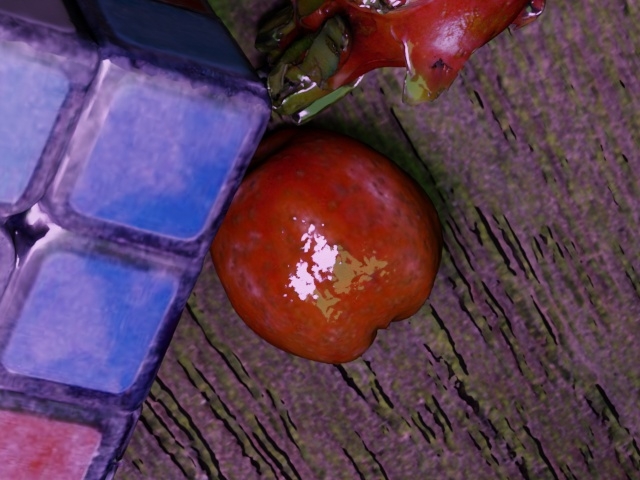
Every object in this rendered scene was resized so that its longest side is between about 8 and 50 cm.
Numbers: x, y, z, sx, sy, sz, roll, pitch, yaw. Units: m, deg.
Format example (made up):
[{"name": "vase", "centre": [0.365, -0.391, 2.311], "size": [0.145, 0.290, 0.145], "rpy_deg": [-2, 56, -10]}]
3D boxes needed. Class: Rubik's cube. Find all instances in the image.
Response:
[{"name": "Rubik's cube", "centre": [-0.279, -0.060, 1.141], "size": [0.363, 0.359, 0.362], "rpy_deg": [13, 113, -29]}]

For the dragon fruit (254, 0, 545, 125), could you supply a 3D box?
[{"name": "dragon fruit", "centre": [0.046, -0.195, 1.284], "size": [0.269, 0.198, 0.200], "rpy_deg": [-31, 146, 9]}]

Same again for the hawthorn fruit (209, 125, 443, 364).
[{"name": "hawthorn fruit", "centre": [0.000, 0.000, 1.389], "size": [0.189, 0.189, 0.189], "rpy_deg": [-9, 122, -15]}]
